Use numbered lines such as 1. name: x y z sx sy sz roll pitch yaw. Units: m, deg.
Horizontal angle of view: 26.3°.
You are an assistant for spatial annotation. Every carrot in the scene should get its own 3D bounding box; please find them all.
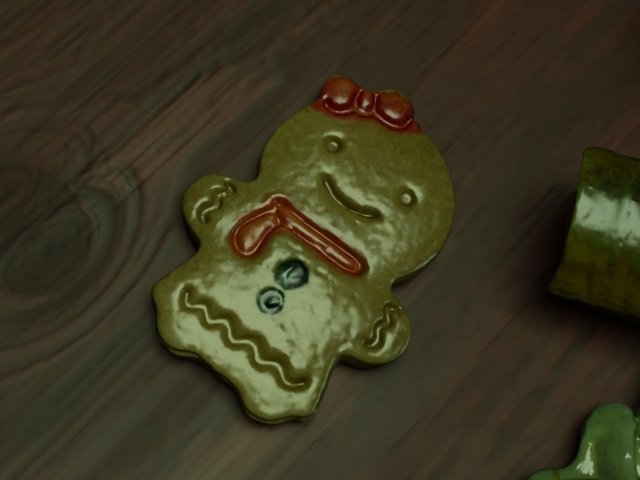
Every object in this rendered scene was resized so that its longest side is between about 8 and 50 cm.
1. carrot: 0.287 0.033 0.846 0.302 0.114 0.114 19 70 0

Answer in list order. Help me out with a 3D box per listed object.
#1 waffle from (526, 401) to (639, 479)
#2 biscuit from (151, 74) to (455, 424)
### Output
1. waffle: 0.237 0.233 0.799 0.309 0.056 0.292 -41 84 -18
2. biscuit: 0.000 0.000 0.840 0.166 0.036 0.225 39 70 5
